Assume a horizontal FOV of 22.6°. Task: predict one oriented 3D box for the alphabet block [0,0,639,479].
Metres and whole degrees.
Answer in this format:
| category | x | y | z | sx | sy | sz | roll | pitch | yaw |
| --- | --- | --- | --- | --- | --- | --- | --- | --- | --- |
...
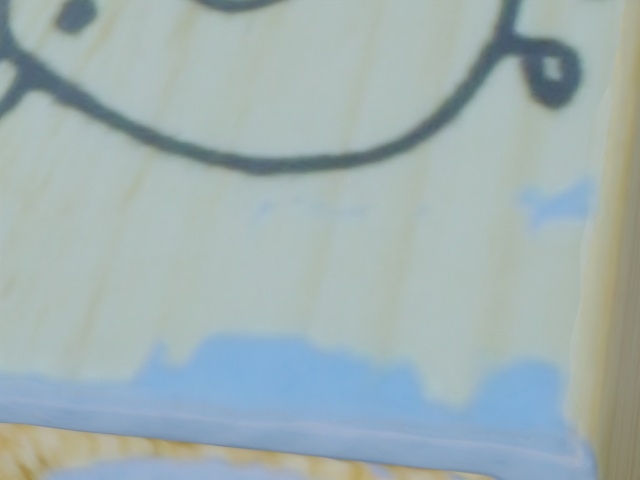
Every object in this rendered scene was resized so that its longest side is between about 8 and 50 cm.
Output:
| category | x | y | z | sx | sy | sz | roll | pitch | yaw |
| --- | --- | --- | --- | --- | --- | --- | --- | --- | --- |
| alphabet block | 0.000 | 0.000 | 0.448 | 0.192 | 0.193 | 0.197 | 4 | 59 | 14 |
